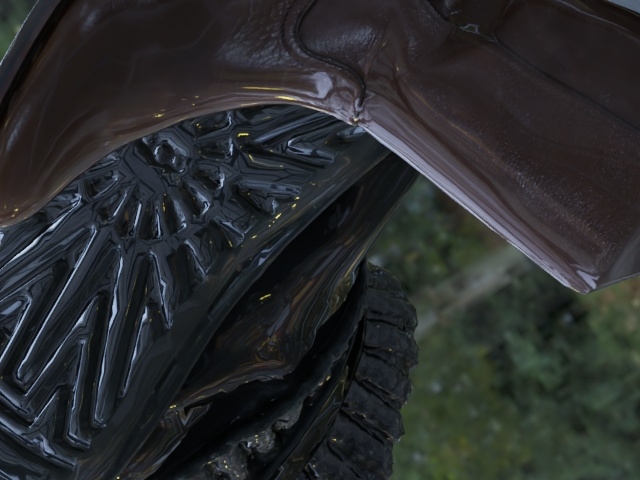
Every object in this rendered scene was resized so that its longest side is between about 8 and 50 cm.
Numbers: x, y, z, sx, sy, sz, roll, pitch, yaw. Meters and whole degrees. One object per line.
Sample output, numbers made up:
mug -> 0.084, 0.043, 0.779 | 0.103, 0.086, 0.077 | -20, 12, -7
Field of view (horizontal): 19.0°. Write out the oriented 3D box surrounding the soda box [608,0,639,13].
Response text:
soda box -> 0.050, -0.167, 0.904 | 0.286, 0.091, 0.098 | 38, 151, -31

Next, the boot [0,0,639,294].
boot -> 0.009, -0.016, 0.330 | 0.114, 0.106, 0.037 | 35, 163, 8

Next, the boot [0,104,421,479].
boot -> -0.003, -0.002, 0.861 | 0.131, 0.348, 0.260 | 47, -168, 31
